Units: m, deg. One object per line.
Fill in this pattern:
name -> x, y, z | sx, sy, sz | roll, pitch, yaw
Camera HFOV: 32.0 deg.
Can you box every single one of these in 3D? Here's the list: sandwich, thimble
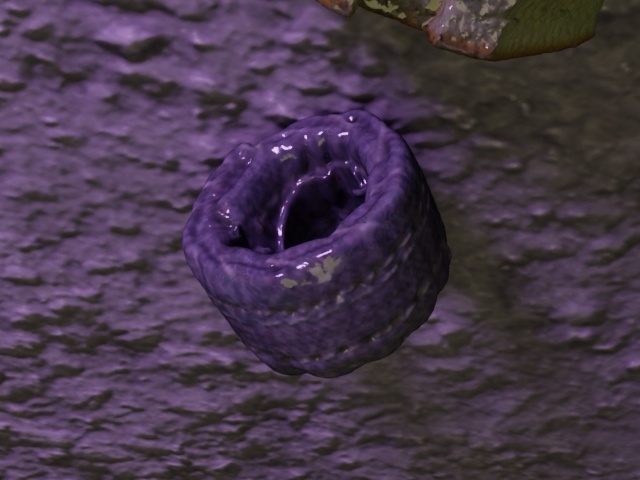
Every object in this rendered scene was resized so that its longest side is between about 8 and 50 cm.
sandwich -> 0.056, -0.160, 0.579 | 0.245, 0.088, 0.090 | 17, 123, -11
thimble -> 0.000, 0.002, 0.673 | 0.150, 0.150, 0.097 | -17, 131, 14
